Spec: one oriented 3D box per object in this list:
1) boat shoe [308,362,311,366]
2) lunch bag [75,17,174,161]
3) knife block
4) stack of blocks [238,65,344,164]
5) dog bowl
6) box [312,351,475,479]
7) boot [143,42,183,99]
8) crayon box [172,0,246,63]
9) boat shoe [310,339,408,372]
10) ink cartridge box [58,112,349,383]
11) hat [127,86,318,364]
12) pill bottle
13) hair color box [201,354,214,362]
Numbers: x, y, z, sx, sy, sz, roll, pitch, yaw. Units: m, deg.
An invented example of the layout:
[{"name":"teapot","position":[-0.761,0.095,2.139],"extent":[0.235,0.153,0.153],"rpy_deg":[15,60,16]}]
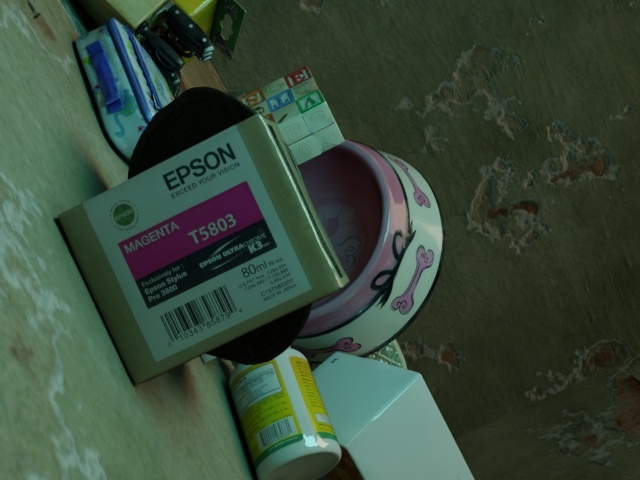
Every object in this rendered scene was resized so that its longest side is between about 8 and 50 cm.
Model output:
[{"name":"boat shoe","position":[-0.070,0.119,1.727],"extent":[0.116,0.123,0.324],"rpy_deg":[73,-1,-54]},{"name":"lunch bag","position":[-0.275,-0.208,1.320],"extent":[0.219,0.090,0.176],"rpy_deg":[65,7,26]},{"name":"knife block","position":[-0.292,-0.378,1.395],"extent":[0.242,0.088,0.276],"rpy_deg":[28,-23,39]},{"name":"stack of blocks","position":[-0.118,-0.146,1.435],"extent":[0.087,0.297,0.171],"rpy_deg":[61,4,-41]},{"name":"dog bowl","position":[0.000,0.000,1.542],"extent":[0.150,0.408,0.408],"rpy_deg":[33,28,-54]},{"name":"box","position":[0.103,0.371,1.396],"extent":[0.215,0.168,0.345],"rpy_deg":[5,-52,55]},{"name":"boot","position":[-0.286,-0.276,1.699],"extent":[0.246,0.083,0.161],"rpy_deg":[-110,179,-46]},{"name":"crayon box","position":[-0.281,-0.436,1.526],"extent":[0.323,0.083,0.203],"rpy_deg":[44,-18,0]},{"name":"boat shoe","position":[0.087,0.356,1.636],"extent":[0.156,0.186,0.500],"rpy_deg":[-166,-119,-80]},{"name":"ink cartridge box","position":[-0.116,0.009,0.907],"extent":[0.193,0.234,0.088],"rpy_deg":[64,7,1]},{"name":"hat","position":[-0.084,-0.023,1.074],"extent":[0.134,0.331,0.331],"rpy_deg":[-14,75,-46]},{"name":"pill bottle","position":[-0.058,0.220,1.214],"extent":[0.208,0.117,0.117],"rpy_deg":[66,4,33]},{"name":"hair color box","position":[-0.151,0.083,1.186],"extent":[0.043,0.072,0.141],"rpy_deg":[-54,119,-86]}]
